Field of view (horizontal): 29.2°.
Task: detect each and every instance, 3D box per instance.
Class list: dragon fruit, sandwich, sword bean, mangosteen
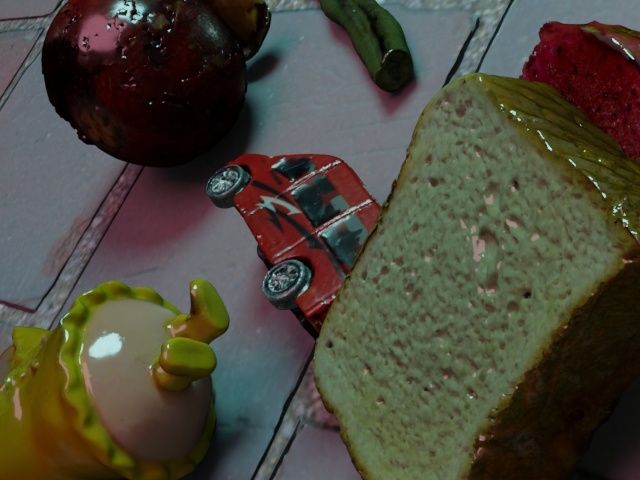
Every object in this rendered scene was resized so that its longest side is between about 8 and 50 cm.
[{"bbox_3d":[0.182,-0.045,0.641,0.111,0.153,0.153,-14,32,-20],"label":"dragon fruit"},{"bbox_3d":[0.084,0.039,0.610,0.214,0.065,0.186,-64,36,26],"label":"sandwich"},{"bbox_3d":[0.015,-0.192,0.979,0.043,0.038,0.269,-24,38,-7],"label":"sword bean"},{"bbox_3d":[-0.131,-0.145,0.996,0.166,0.166,0.180,-7,27,42],"label":"mangosteen"}]

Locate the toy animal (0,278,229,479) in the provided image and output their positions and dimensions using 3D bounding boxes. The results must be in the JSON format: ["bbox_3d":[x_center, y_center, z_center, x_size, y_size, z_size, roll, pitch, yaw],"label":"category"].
[{"bbox_3d":[-0.149,0.110,0.813,0.230,0.156,0.156,-36,38,35],"label":"toy animal"}]

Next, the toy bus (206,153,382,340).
[{"bbox_3d":[0.000,0.000,0.795,0.089,0.081,0.195,-37,38,2],"label":"toy bus"}]
